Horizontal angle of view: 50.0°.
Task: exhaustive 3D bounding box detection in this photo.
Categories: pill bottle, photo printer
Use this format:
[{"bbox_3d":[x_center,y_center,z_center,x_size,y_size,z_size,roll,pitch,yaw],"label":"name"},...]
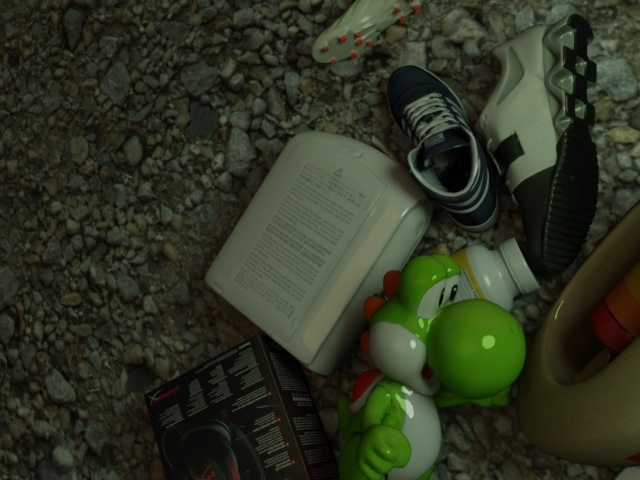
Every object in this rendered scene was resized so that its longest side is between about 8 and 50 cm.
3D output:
[{"bbox_3d":[0.185,0.068,0.900,0.184,0.103,0.103,-27,68,18],"label":"pill bottle"},{"bbox_3d":[0.000,0.000,1.002,0.256,0.107,0.307,33,93,32],"label":"photo printer"}]

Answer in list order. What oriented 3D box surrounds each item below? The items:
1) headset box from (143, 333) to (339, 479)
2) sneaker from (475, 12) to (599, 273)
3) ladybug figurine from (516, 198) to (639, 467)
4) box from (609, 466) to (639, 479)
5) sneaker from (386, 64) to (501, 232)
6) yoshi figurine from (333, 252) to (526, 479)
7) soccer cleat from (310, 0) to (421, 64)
[{"bbox_3d":[-0.103,0.314,0.979,0.218,0.110,0.293,-30,66,17],"label":"headset box"},{"bbox_3d":[0.277,-0.118,0.906,0.146,0.122,0.330,-4,77,44],"label":"sneaker"},{"bbox_3d":[0.383,0.070,0.703,0.162,0.305,0.449,30,121,-3],"label":"ladybug figurine"},{"bbox_3d":[0.370,0.322,0.784,0.109,0.042,0.178,44,99,26],"label":"box"},{"bbox_3d":[0.154,-0.152,0.938,0.099,0.153,0.282,-31,67,16],"label":"sneaker"},{"bbox_3d":[0.129,0.202,0.802,0.203,0.203,0.362,11,105,-1],"label":"yoshi figurine"},{"bbox_3d":[0.066,-0.349,1.081,0.196,0.068,0.076,-31,61,9],"label":"soccer cleat"}]
